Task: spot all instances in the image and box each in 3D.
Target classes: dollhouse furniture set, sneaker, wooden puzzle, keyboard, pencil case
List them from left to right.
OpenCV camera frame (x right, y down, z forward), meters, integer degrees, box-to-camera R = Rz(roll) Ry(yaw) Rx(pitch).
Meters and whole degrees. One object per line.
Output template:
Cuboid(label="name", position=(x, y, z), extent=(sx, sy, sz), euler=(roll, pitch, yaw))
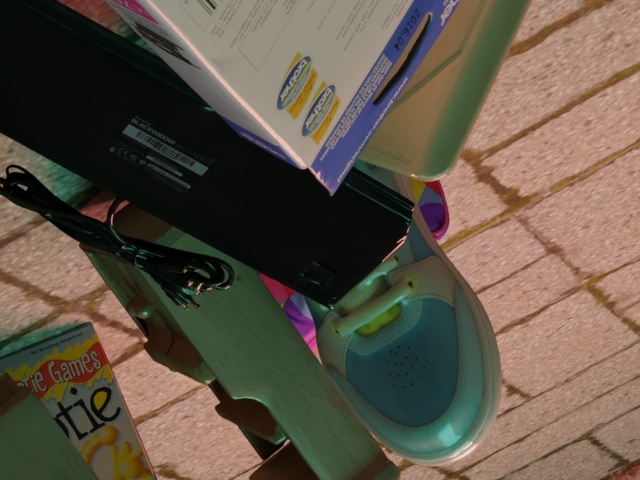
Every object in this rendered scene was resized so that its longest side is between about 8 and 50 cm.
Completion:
Cuboid(label="dollhouse furniture set", position=(-0.186, 0.186, 1.431), extent=(0.394, 0.256, 0.362), euler=(-39, -164, -14))
Cuboid(label="keyboard", position=(-0.110, -0.046, 1.224), extent=(0.317, 0.033, 0.201), euler=(30, 139, -16))
Cuboid(label="sneaker", position=(0.000, 0.000, 1.338), extent=(0.127, 0.319, 0.208), euler=(-34, 149, 15))
Cuboid(label="pencil case", position=(0.015, 0.019, 1.677), extent=(0.104, 0.104, 0.236), euler=(-8, 154, -38))
Cuboid(label="wooden puzzle", position=(0.055, -0.158, 1.264), extent=(0.238, 0.044, 0.221), euler=(16, 100, -57))

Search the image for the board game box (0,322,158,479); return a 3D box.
Cuboid(label="board game box", position=(-0.205, 0.237, 1.697), extent=(0.142, 0.275, 0.144), euler=(-22, 159, -8))

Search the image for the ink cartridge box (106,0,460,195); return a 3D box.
Cuboid(label="ink cartridge box", position=(-0.016, -0.161, 1.052), extent=(0.186, 0.065, 0.311), euler=(-58, 150, -7))
